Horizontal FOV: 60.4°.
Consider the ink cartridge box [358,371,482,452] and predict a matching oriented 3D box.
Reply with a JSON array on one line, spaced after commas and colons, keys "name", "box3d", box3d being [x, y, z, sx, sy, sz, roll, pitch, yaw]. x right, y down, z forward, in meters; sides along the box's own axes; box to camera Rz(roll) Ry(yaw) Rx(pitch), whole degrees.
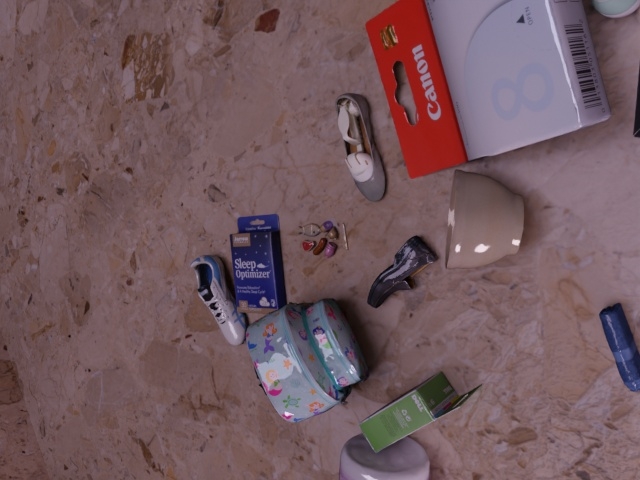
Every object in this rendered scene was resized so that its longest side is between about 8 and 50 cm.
[{"name": "ink cartridge box", "box3d": [0.179, 0.301, 1.002, 0.209, 0.109, 0.062, -43, 71, 33]}]

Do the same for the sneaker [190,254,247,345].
[{"name": "sneaker", "box3d": [-0.250, 0.147, 1.330, 0.085, 0.086, 0.237, -31, 78, 34]}]

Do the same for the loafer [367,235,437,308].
[{"name": "loafer", "box3d": [0.148, 0.072, 1.029, 0.061, 0.062, 0.170, 44, 121, 19]}]

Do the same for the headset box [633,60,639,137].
[{"name": "headset box", "box3d": [0.515, -0.154, 0.564, 0.218, 0.293, 0.110, 14, 103, 61]}]

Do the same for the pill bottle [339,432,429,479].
[{"name": "pill bottle", "box3d": [0.115, 0.539, 1.046, 0.169, 0.169, 0.302, 8, 101, 37]}]

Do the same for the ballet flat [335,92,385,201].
[{"name": "ballet flat", "box3d": [0.068, -0.177, 1.052, 0.072, 0.068, 0.214, -13, 88, 38]}]

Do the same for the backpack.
[{"name": "backpack", "box3d": [-0.026, 0.225, 1.064, 0.191, 0.253, 0.225, -30, 76, 16]}]

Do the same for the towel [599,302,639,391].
[{"name": "towel", "box3d": [0.442, 0.156, 0.807, 0.029, 0.067, 0.120, -21, 83, 36]}]

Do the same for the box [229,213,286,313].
[{"name": "box", "box3d": [-0.147, 0.055, 1.270, 0.136, 0.036, 0.226, -3, 93, 38]}]

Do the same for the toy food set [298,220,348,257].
[{"name": "toy food set", "box3d": [0.000, 0.000, 1.158, 0.122, 0.019, 0.078, -8, 91, 38]}]

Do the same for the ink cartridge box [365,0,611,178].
[{"name": "ink cartridge box", "box3d": [0.205, -0.272, 0.842, 0.384, 0.091, 0.309, -13, 95, 54]}]

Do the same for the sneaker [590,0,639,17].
[{"name": "sneaker", "box3d": [0.389, -0.440, 0.717, 0.094, 0.151, 0.256, 4, 97, 39]}]

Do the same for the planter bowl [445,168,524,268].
[{"name": "planter bowl", "box3d": [0.262, -0.029, 0.881, 0.109, 0.162, 0.162, 6, 101, 9]}]

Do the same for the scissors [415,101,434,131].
[{"name": "scissors", "box3d": [0.244, -0.320, 0.926, 0.109, 0.021, 0.297, 30, 115, 33]}]
